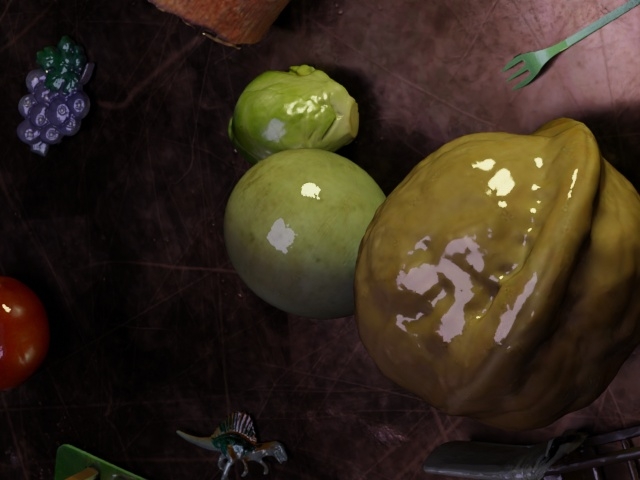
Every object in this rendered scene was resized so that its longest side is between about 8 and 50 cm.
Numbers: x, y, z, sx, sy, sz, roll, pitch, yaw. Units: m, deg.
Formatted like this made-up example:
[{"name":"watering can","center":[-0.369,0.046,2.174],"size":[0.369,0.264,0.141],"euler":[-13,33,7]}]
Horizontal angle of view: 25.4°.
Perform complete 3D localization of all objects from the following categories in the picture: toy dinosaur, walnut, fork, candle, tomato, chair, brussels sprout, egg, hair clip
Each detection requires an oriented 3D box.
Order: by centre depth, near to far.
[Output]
[{"name":"walnut","center":[0.231,0.047,1.740],"size":[0.383,0.383,0.383],"euler":[8,106,31]},{"name":"fork","center":[0.320,-0.257,1.777],"size":[0.235,0.021,0.039],"euler":[-31,87,34]},{"name":"chair","center":[0.313,0.336,1.848],"size":[0.319,0.160,0.186],"euler":[-14,92,32]},{"name":"egg","center":[0.000,0.000,1.899],"size":[0.218,0.295,0.218],"euler":[-18,56,28]},{"name":"candle","center":[-0.195,-0.409,1.918],"size":[0.317,0.287,0.131],"euler":[46,117,18]},{"name":"brussels sprout","center":[-0.044,-0.160,1.969],"size":[0.183,0.145,0.131],"euler":[15,136,35]},{"name":"toy dinosaur","center":[-0.137,0.311,2.203],"size":[0.187,0.044,0.106],"euler":[39,107,33]},{"name":"hair clip","center":[-0.413,-0.226,2.247],"size":[0.124,0.052,0.195],"euler":[22,105,16]},{"name":"tomato","center":[-0.535,0.151,2.355],"size":[0.195,0.136,0.195],"euler":[11,110,31]}]

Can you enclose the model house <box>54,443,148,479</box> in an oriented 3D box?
[{"name":"model house","center":[-0.417,0.562,2.267],"size":[0.300,0.323,0.340],"euler":[20,112,28]}]
